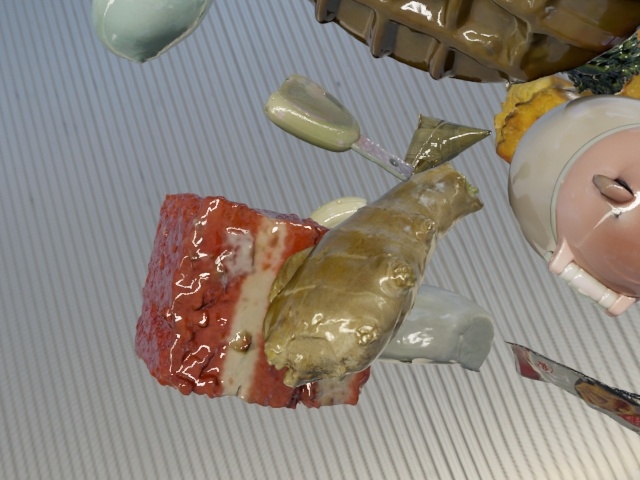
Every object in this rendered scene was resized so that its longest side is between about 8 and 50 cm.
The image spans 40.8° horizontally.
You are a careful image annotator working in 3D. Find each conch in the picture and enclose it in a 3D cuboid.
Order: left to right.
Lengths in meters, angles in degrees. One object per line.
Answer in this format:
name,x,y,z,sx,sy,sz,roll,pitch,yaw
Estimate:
conch,-0.208,-0.320,1.124,0.121,0.185,0.221,48,52,-19

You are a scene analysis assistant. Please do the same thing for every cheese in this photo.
cheese,0.000,0.000,1.606,0.227,0.137,0.064,-28,51,10
cheese,0.027,-0.128,1.025,0.192,0.037,0.097,32,40,-1

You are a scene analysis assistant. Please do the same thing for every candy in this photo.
candy,0.161,0.182,1.873,0.427,0.386,0.186,-1,85,45

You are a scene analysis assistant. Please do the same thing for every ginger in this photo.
ginger,0.062,0.043,1.079,0.166,0.375,0.236,51,129,6

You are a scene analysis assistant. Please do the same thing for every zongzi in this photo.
zongzi,0.265,-0.180,1.849,0.176,0.078,0.160,22,93,35

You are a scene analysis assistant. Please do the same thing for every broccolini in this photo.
broccolini,0.254,-0.184,0.867,0.091,0.203,0.068,-9,85,50

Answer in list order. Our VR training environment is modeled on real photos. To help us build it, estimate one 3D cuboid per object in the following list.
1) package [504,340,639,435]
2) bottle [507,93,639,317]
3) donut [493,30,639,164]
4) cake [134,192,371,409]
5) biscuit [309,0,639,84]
package,0.367,0.202,1.157,0.239,0.154,0.030,25,72,29
bottle,0.217,-0.029,0.614,0.148,0.236,0.147,1,100,7
donut,0.497,-0.303,1.468,0.378,0.435,0.163,17,41,10
cake,-0.085,0.085,1.268,0.320,0.270,0.269,11,91,-20
biscuit,0.082,-0.244,0.544,0.332,0.332,0.103,25,58,17
